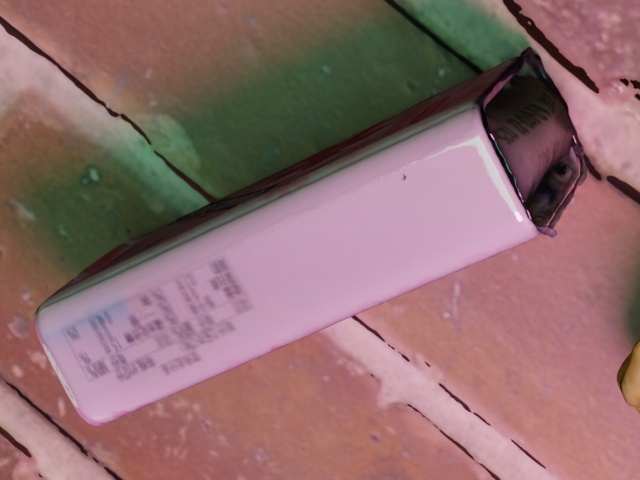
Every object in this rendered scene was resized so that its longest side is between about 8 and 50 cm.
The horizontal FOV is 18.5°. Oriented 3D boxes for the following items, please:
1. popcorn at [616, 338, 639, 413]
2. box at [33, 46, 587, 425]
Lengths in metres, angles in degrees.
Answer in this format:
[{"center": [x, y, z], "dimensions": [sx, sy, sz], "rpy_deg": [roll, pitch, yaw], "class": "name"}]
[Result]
[{"center": [0.365, 0.046, 1.242], "dimensions": [0.292, 0.293, 0.334], "rpy_deg": [43, 120, 49], "class": "popcorn"}, {"center": [0.000, 0.000, 1.354], "dimensions": [0.369, 0.190, 0.112], "rpy_deg": [-23, 100, 23], "class": "box"}]
